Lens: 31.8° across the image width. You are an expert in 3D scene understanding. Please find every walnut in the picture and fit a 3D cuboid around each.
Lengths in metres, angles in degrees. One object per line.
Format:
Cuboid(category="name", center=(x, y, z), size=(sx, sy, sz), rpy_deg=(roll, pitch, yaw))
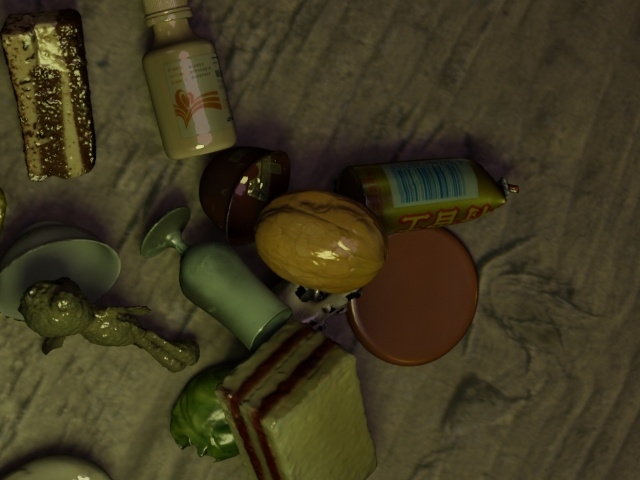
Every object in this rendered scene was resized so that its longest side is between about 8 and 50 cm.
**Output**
Cuboid(category="walnut", center=(0.000, 0.000, 1.675), size=(0.207, 0.159, 0.159), rpy_deg=(13, 88, 9))

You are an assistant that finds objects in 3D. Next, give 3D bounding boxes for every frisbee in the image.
Cuboid(category="frisbee", center=(0.157, 0.089, 1.884), size=(0.251, 0.021, 0.250), rpy_deg=(-2, 95, -21))

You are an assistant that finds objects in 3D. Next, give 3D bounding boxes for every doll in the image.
Cuboid(category="doll", center=(-0.384, 0.432, 1.594), size=(0.221, 0.221, 0.251), rpy_deg=(35, 80, -19))
Cuboid(category="doll", center=(-0.296, 0.125, 1.625), size=(0.286, 0.203, 0.091), rpy_deg=(16, 70, -18))

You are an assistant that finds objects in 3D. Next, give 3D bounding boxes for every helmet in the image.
Cuboid(category="helmet", center=(-0.132, -0.076, 1.704), size=(0.175, 0.106, 0.155), rpy_deg=(-49, 152, -43))

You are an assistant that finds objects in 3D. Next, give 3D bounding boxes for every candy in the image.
Cuboid(category="candy", center=(-0.029, 0.281, 1.680), size=(0.179, 0.135, 0.320), rpy_deg=(-42, 142, -25))

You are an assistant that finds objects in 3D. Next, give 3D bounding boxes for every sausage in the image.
Cuboid(category="sausage", center=(0.182, -0.075, 1.835), size=(0.318, 0.125, 0.117), rpy_deg=(-6, 95, -24))

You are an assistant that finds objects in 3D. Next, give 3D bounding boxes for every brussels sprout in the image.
Cuboid(category="brussels sprout", center=(-0.144, 0.263, 1.741), size=(0.181, 0.100, 0.139), rpy_deg=(-33, 92, -5))

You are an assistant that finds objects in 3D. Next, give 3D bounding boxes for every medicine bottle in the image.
Cuboid(category="medicine bottle", center=(-0.205, -0.252, 1.675), size=(0.114, 0.114, 0.252), rpy_deg=(-17, 98, -19))

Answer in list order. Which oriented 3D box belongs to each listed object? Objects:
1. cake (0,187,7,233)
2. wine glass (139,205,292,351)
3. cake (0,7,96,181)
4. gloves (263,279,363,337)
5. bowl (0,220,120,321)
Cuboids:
Cuboid(category="cake", center=(-0.549, 0.009, 1.542), size=(0.179, 0.156, 0.260), rpy_deg=(18, 85, -27))
Cuboid(category="wine glass", center=(-0.153, 0.059, 1.661), size=(0.231, 0.103, 0.103), rpy_deg=(41, 77, 14))
Cuboid(category="cake", center=(-0.392, -0.224, 1.645), size=(0.112, 0.135, 0.246), rpy_deg=(-8, 125, -9))
Cuboid(category="gloves", center=(-0.020, 0.094, 1.761), size=(0.111, 0.127, 0.212), rpy_deg=(41, 58, 7))
Cuboid(category="bowl", center=(-0.392, 0.029, 1.618), size=(0.189, 0.189, 0.086), rpy_deg=(-15, 56, -20))
